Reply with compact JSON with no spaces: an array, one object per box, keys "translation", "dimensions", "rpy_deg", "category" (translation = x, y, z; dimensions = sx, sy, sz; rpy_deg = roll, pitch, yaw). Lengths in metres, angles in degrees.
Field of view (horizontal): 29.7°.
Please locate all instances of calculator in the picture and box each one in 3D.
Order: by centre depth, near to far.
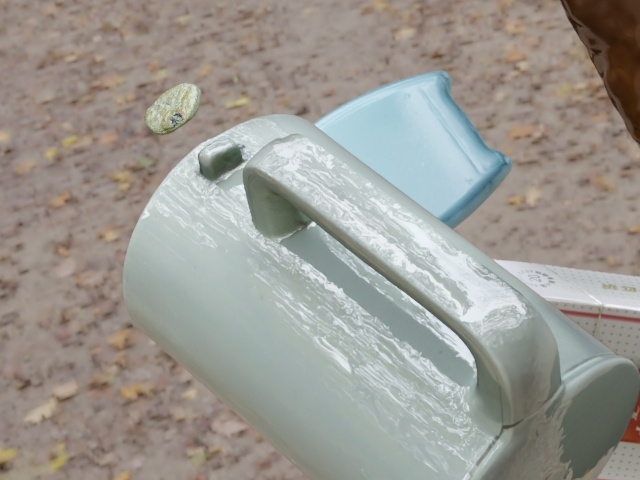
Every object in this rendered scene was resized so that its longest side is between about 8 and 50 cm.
[{"translation":[0.102,-0.105,1.843],"dimensions":[0.386,0.256,0.054],"rpy_deg":[-32,-9,-19],"category":"calculator"}]

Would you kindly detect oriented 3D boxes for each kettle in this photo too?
[{"translation":[0.041,0.050,0.820],"dimensions":[0.205,0.265,0.318],"rpy_deg":[-18,46,-41],"category":"kettle"}]

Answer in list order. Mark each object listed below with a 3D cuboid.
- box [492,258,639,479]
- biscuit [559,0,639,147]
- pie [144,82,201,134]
[{"translation":[0.318,0.146,1.219],"dimensions":[0.331,0.210,0.095],"rpy_deg":[8,22,-3],"category":"box"},{"translation":[0.262,-0.250,0.862],"dimensions":[0.166,0.342,0.395],"rpy_deg":[-19,31,31],"category":"biscuit"},{"translation":[-0.190,-0.168,1.548],"dimensions":[0.085,0.017,0.085],"rpy_deg":[-22,44,23],"category":"pie"}]
